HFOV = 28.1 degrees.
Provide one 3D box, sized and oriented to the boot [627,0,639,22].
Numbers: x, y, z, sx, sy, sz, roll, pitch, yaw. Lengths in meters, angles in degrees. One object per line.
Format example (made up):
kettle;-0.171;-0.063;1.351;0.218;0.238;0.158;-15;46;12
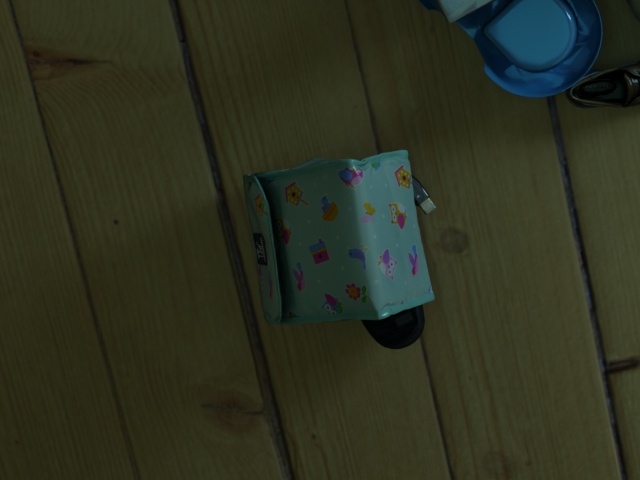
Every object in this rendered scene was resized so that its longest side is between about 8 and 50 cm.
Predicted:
boot;0.441;-0.324;1.583;0.077;0.213;0.165;-37;94;-20

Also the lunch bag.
lunch bag;0.000;0.000;1.752;0.262;0.160;0.223;-5;97;40

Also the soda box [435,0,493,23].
soda box;0.266;-0.376;1.580;0.286;0.098;0.091;-28;95;15

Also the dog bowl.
dog bowl;0.243;-0.324;1.690;0.166;0.074;0.297;-43;89;20

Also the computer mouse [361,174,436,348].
computer mouse;0.104;0.011;1.821;0.184;0.060;0.262;-34;81;24

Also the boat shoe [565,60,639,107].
boat shoe;0.413;-0.202;1.676;0.183;0.066;0.066;-11;101;18
